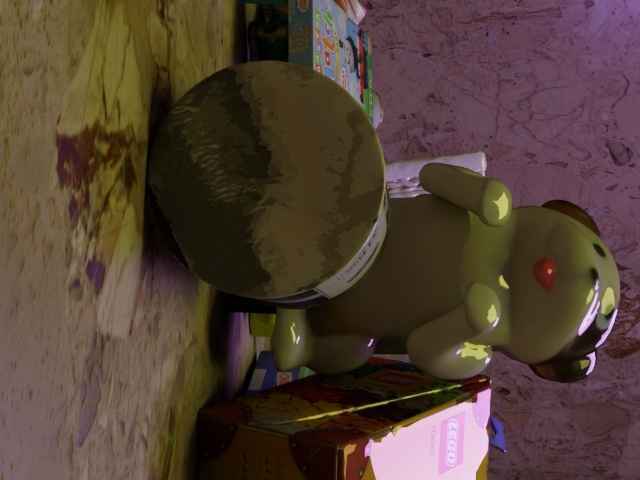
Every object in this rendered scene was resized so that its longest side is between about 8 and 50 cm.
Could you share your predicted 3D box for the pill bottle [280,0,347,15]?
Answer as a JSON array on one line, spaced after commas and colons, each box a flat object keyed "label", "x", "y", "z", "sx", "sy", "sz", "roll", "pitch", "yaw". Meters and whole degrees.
[{"label": "pill bottle", "x": -0.023, "y": -0.310, "z": 1.622, "sx": 0.121, "sy": 0.121, "sz": 0.216, "roll": 87, "pitch": 7, "yaw": -50}]

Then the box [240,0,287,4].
[{"label": "box", "x": -0.070, "y": -0.410, "z": 1.351, "sx": 0.244, "sy": 0.060, "sz": 0.100, "roll": 88, "pitch": 7, "yaw": -46}]

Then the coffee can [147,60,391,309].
[{"label": "coffee can", "x": -0.035, "y": -0.040, "z": 1.072, "sx": 0.275, "sy": 0.201, "sz": 0.202, "roll": 52, "pitch": 40, "yaw": -83}]

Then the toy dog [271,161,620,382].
[{"label": "toy dog", "x": 0.163, "y": 0.064, "z": 1.411, "sx": 0.395, "sy": 0.407, "sz": 0.285, "roll": 78, "pitch": 16, "yaw": -65}]

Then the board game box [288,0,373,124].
[{"label": "board game box", "x": 0.016, "y": -0.220, "z": 1.460, "sx": 0.211, "sy": 0.039, "sz": 0.160, "roll": 25, "pitch": 62, "yaw": -64}]

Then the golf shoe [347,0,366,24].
[{"label": "golf shoe", "x": 0.003, "y": -0.339, "z": 1.872, "sx": 0.115, "sy": 0.140, "sz": 0.306, "roll": 62, "pitch": 32, "yaw": -85}]

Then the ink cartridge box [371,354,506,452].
[{"label": "ink cartridge box", "x": 0.109, "y": 0.279, "z": 1.883, "sx": 0.270, "sy": 0.395, "sz": 0.151, "roll": -75, "pitch": 166, "yaw": -71}]

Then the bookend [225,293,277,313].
[{"label": "bookend", "x": -0.076, "y": -0.018, "z": 1.408, "sx": 0.157, "sy": 0.072, "sz": 0.156, "roll": -81, "pitch": 171, "yaw": -51}]

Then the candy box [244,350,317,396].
[{"label": "candy box", "x": -0.050, "y": 0.347, "z": 1.623, "sx": 0.268, "sy": 0.122, "sz": 0.317, "roll": -70, "pitch": 161, "yaw": -76}]

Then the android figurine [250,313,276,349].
[{"label": "android figurine", "x": -0.069, "y": 0.029, "z": 1.663, "sx": 0.248, "sy": 0.056, "sz": 0.273, "roll": -80, "pitch": 169, "yaw": -63}]

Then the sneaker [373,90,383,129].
[{"label": "sneaker", "x": -0.015, "y": -0.241, "z": 2.080, "sx": 0.282, "sy": 0.153, "sz": 0.099, "roll": -165, "pitch": -108, "yaw": -63}]

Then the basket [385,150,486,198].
[{"label": "basket", "x": 0.177, "y": -0.036, "z": 2.454, "sx": 0.328, "sy": 0.331, "sz": 0.266, "roll": 169, "pitch": -88, "yaw": -80}]

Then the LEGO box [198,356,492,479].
[{"label": "LEGO box", "x": 0.035, "y": 0.424, "z": 1.365, "sx": 0.372, "sy": 0.193, "sz": 0.500, "roll": -7, "pitch": 101, "yaw": -57}]

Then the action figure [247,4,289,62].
[{"label": "action figure", "x": -0.052, "y": -0.207, "z": 1.489, "sx": 0.063, "sy": 0.137, "sz": 0.232, "roll": -54, "pitch": 139, "yaw": -60}]
